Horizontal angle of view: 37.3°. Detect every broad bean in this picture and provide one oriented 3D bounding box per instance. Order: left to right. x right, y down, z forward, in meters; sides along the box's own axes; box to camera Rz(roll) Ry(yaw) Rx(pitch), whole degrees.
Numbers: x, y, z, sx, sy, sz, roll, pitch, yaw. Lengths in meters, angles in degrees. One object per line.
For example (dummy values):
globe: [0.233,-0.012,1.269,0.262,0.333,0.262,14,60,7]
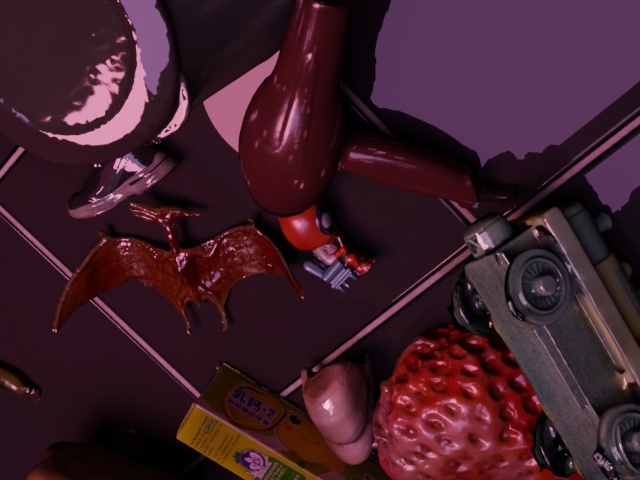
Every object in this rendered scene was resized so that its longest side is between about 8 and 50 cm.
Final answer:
broad bean: [-0.546,0.214,1.476,0.227,0.039,0.069,8,122,12]

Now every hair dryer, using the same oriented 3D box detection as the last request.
hair dryer: [0.087,-0.124,1.071,0.341,0.123,0.312,14,139,-8]

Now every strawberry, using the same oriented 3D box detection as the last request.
strawberry: [0.233,0.251,1.204,0.336,0.149,0.265,11,116,10]

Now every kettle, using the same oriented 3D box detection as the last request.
kettle: [-0.225,-0.269,0.954,0.361,0.376,0.250,34,120,-2]

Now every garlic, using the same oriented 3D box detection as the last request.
garlic: [0.033,0.228,1.270,0.099,0.124,0.174,-16,131,10]

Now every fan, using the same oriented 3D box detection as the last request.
fan: [-0.312,0.318,1.476,0.083,0.004,0.056,-14,111,22]

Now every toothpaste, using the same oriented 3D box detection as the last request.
toothpaste: [-0.034,0.303,1.328,0.327,0.110,0.077,31,122,0]

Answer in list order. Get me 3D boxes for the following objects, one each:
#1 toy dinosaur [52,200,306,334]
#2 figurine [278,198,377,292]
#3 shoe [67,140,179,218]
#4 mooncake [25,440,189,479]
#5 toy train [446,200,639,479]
toy dinosaur: [-0.178,0.056,1.251,0.327,0.113,0.206,16,123,4]
figurine: [0.000,0.000,1.199,0.075,0.068,0.140,-43,93,14]
shoe: [-0.273,-0.096,1.232,0.169,0.071,0.099,-25,103,21]
mooncake: [-0.355,0.497,1.353,0.246,0.394,0.393,23,144,8]
toy train: [0.312,0.108,1.085,0.368,0.237,0.150,60,158,-3]
